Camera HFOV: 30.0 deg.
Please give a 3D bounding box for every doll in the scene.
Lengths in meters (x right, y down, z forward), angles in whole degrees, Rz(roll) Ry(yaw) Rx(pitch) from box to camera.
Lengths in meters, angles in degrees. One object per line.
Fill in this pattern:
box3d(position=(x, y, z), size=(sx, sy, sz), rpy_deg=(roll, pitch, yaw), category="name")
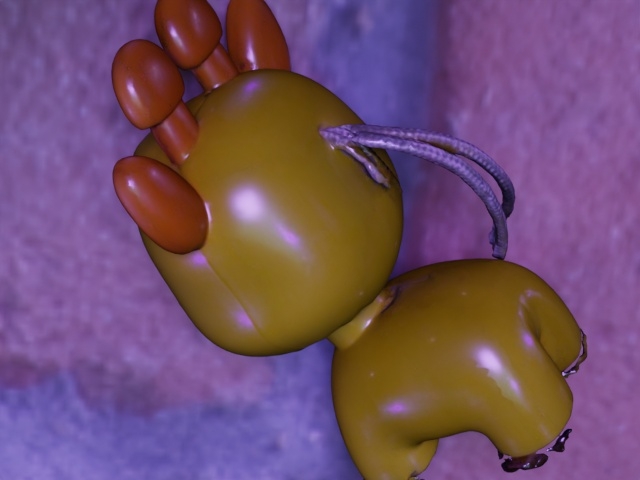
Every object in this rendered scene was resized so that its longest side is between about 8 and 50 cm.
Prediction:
box3d(position=(0.000, 0.000, 0.471), size=(0.135, 0.143, 0.221), rpy_deg=(-24, 115, 35), category="doll")
